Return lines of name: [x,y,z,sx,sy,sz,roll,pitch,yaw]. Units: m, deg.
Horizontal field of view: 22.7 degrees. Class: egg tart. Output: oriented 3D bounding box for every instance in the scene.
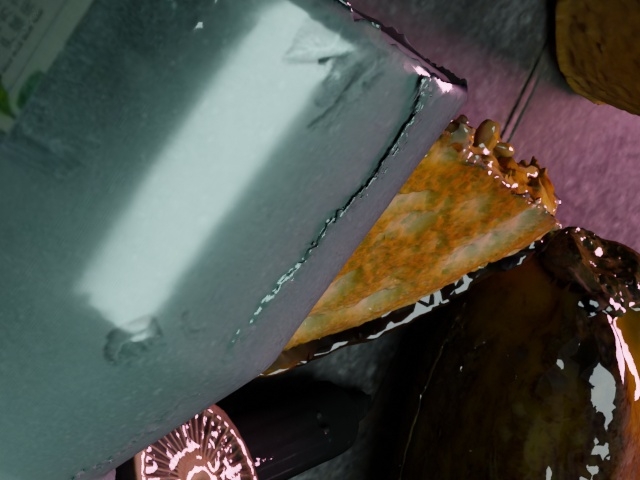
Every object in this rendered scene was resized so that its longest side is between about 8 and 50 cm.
egg tart: [0.263,-0.146,1.021,0.203,0.147,0.202,-23,135,-25]

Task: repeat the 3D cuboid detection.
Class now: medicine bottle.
medicine bottle: [-0.114,-0.016,0.699,0.245,0.245,0.290,24,103,-50]

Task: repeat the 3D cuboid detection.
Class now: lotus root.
lotus root: [0.153,0.169,1.156,0.196,0.179,0.397,-12,128,-34]

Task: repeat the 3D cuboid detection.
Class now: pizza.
pizza: [0.000,0.000,0.916,0.251,0.074,0.288,-35,154,10]

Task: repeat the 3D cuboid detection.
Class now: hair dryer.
hair dryer: [-0.072,0.145,0.988,0.189,0.107,0.352,-23,174,31]

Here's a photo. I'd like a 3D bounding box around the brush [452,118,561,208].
brush: [0.096,-0.047,1.038,0.043,0.036,0.248,-48,142,9]
